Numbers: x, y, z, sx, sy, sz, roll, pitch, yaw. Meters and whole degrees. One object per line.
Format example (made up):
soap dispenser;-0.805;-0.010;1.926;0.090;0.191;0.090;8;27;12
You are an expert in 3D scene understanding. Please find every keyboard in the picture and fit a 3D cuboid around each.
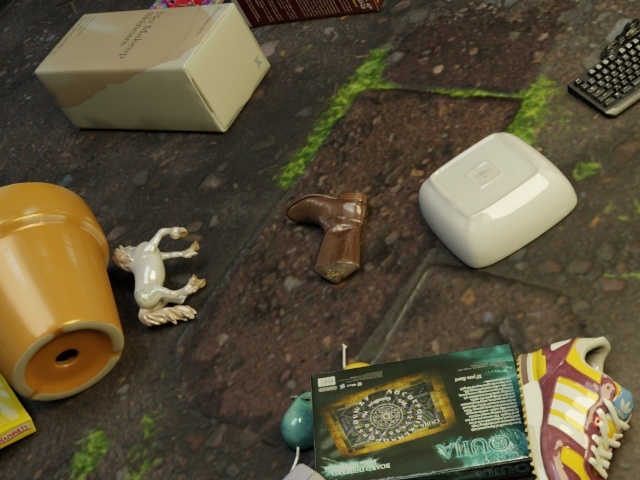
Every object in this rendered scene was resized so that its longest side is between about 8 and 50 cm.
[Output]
keyboard;0.359;-0.212;1.099;0.180;0.023;0.108;-34;40;-4

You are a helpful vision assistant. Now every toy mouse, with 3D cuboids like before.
toy mouse;0.009;0.174;0.921;0.143;0.031;0.161;-41;41;-11

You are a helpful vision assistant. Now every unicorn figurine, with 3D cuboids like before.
unicorn figurine;-0.195;0.033;1.168;0.111;0.060;0.161;-21;41;12

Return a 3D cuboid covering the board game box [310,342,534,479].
board game box;0.086;0.158;0.862;0.186;0.026;0.126;-9;44;6

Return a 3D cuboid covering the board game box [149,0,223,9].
board game box;-0.232;-0.410;1.660;0.169;0.033;0.133;-1;49;31

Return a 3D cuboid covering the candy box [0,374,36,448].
candy box;-0.416;0.187;1.153;0.105;0.027;0.206;-24;34;-26

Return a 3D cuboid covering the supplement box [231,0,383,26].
supplement box;-0.007;-0.396;1.473;0.240;0.073;0.130;1;51;34

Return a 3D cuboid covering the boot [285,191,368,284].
boot;0.000;0.000;1.103;0.107;0.037;0.114;-11;49;26

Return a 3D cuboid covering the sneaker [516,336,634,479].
sneaker;0.212;0.152;0.788;0.084;0.069;0.185;-23;42;19

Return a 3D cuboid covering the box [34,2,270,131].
box;-0.246;-0.248;1.436;0.311;0.121;0.148;4;51;35

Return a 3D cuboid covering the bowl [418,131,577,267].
bowl;0.178;-0.053;1.029;0.142;0.053;0.142;-33;41;-3

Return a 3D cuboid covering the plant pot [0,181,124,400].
plant pot;-0.319;0.071;1.120;0.205;0.205;0.188;-35;55;-4

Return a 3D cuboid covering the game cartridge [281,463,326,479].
game cartridge;-0.085;0.335;0.666;0.355;0.230;0.068;-45;41;-15
